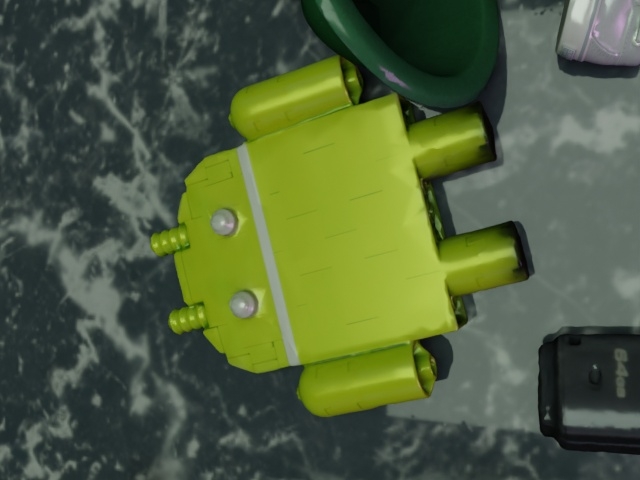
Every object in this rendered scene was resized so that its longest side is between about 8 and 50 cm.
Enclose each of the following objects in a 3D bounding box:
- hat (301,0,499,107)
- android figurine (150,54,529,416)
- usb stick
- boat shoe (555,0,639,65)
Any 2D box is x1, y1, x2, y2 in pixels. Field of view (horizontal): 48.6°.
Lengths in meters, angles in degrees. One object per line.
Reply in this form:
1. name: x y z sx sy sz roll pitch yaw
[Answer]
1. hat: 0.001 -0.154 0.501 0.183 0.172 0.209 -23 50 47
2. android figurine: 0.000 0.000 0.513 0.272 0.056 0.249 -14 86 19
3. usb stick: 0.270 0.090 0.408 0.277 0.045 0.077 -3 64 22
4. boat shoe: 0.198 -0.198 0.429 0.063 0.066 0.184 16 96 9
